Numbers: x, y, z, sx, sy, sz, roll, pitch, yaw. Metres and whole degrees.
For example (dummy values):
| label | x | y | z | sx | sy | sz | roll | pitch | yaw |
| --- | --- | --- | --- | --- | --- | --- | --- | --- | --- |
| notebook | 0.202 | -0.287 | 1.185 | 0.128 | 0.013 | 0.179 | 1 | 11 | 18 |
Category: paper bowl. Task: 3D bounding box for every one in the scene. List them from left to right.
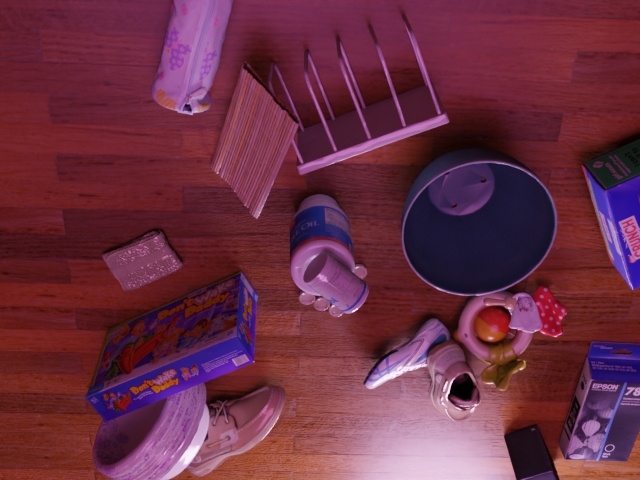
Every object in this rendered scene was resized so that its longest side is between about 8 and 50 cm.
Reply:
| label | x | y | z | sx | sy | sz | roll | pitch | yaw |
| --- | --- | --- | --- | --- | --- | --- | --- | --- | --- |
| paper bowl | -0.359 | 0.413 | 1.826 | 0.284 | 0.284 | 0.148 | -41 | 118 | 20 |

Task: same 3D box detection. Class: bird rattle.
| label | x | y | z | sx | sy | sz | roll | pitch | yaw |
| --- | --- | --- | --- | --- | --- | --- | --- | --- | --- |
| bird rattle | 0.412 | 0.196 | 1.824 | 0.207 | 0.143 | 0.253 | 29 | 114 | 0 |

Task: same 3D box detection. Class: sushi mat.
| label | x | y | z | sx | sy | sz | roll | pitch | yaw |
| --- | --- | --- | --- | --- | --- | --- | --- | --- | --- |
| sushi mat | -0.128 | -0.173 | 1.513 | 0.151 | 0.019 | 0.316 | 47 | 147 | 11 |

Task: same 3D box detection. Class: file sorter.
| label | x | y | z | sx | sy | sz | roll | pitch | yaw |
| --- | --- | --- | --- | --- | --- | --- | --- | --- | --- |
| file sorter | 0.063 | -0.271 | 1.491 | 0.278 | 0.192 | 0.173 | -18 | 116 | 9 |

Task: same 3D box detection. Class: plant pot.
| label | x | y | z | sx | sy | sz | roll | pitch | yaw |
| --- | --- | --- | --- | --- | --- | --- | --- | --- | --- |
| plant pot | 0.292 | -0.065 | 1.617 | 0.291 | 0.195 | 0.290 | -1 | 120 | -2 |

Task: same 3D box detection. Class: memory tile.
| label | x | y | z | sx | sy | sz | roll | pitch | yaw |
| --- | --- | --- | --- | --- | --- | --- | --- | --- | --- |
| memory tile | 0.026 | 0.096 | 1.809 | 0.113 | 0.012 | 0.148 | 22 | 118 | -14 |

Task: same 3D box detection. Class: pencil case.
| label | x | y | z | sx | sy | sz | roll | pitch | yaw |
| --- | --- | --- | --- | --- | --- | --- | --- | --- | --- |
| pencil case | -0.224 | -0.362 | 1.463 | 0.114 | 0.124 | 0.273 | 13 | 118 | -10 |

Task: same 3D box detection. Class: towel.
| label | x | y | z | sx | sy | sz | roll | pitch | yaw |
| --- | --- | --- | --- | --- | --- | --- | --- | --- | --- |
| towel | -0.378 | 0.046 | 1.755 | 0.148 | 0.027 | 0.110 | -23 | 120 | 11 |

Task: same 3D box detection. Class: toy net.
| label | x | y | z | sx | sy | sz | roll | pitch | yaw |
| --- | --- | --- | --- | --- | --- | --- | --- | --- | --- |
| toy net | 0.390 | 0.098 | 1.765 | 0.232 | 0.045 | 0.122 | 44 | 82 | 2 |

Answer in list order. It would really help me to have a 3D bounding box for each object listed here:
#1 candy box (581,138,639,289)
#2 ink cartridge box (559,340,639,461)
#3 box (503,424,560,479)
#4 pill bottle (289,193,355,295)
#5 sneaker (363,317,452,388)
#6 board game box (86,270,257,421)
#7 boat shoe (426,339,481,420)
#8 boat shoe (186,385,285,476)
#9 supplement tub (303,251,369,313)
| label | x | y | z | sx | sy | sz | roll | pitch | yaw |
| --- | --- | --- | --- | --- | --- | --- | --- | --- | --- |
| candy box | 0.717 | -0.088 | 1.645 | 0.317 | 0.122 | 0.268 | -24 | 123 | 5 |
| ink cartridge box | 0.696 | 0.394 | 1.985 | 0.166 | 0.065 | 0.332 | 3 | 120 | -3 |
| box | 0.531 | 0.571 | 2.029 | 0.093 | 0.156 | 0.158 | -21 | 119 | 11 |
| pill bottle | 0.000 | 0.000 | 1.629 | 0.124 | 0.221 | 0.124 | -1 | 120 | -2 |
| sneaker | 0.196 | 0.272 | 1.872 | 0.237 | 0.085 | 0.086 | -40 | 84 | 18 |
| board game box | -0.306 | 0.220 | 1.742 | 0.347 | 0.233 | 0.078 | -24 | 119 | 11 |
| boat shoe | 0.312 | 0.345 | 1.878 | 0.109 | 0.098 | 0.302 | -26 | 139 | -6 |
| boat shoe | -0.224 | 0.439 | 1.940 | 0.341 | 0.121 | 0.110 | -40 | 115 | 21 |
| supplement tub | 0.029 | 0.078 | 1.507 | 0.107 | 0.071 | 0.071 | 38 | 113 | -21 |
